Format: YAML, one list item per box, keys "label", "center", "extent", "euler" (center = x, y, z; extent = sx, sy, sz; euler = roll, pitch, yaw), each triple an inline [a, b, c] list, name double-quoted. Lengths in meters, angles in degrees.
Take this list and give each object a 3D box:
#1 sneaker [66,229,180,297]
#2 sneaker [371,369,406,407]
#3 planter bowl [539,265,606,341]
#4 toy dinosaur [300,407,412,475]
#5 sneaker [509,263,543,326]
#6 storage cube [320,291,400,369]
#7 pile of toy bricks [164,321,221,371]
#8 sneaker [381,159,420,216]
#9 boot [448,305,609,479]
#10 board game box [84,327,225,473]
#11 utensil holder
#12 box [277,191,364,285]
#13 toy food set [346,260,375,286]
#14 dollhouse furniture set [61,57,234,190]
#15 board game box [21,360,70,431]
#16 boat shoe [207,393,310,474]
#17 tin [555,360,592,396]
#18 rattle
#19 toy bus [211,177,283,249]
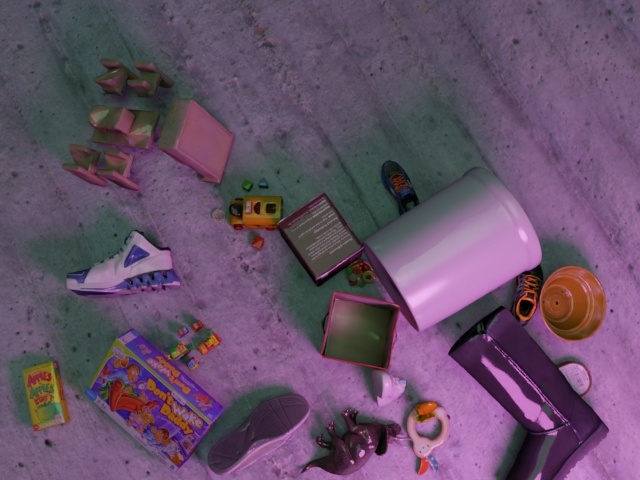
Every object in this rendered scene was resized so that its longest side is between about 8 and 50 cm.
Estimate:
- label: "sneaker"
  center: [-0.579, 0.067, 1.934]
  extent: [0.315, 0.127, 0.182]
  euler: [-5, 75, -7]
- label: "sneaker"
  center: [0.195, 0.400, 1.811]
  extent: [0.094, 0.212, 0.080]
  euler: [-15, 64, -4]
- label: "planter bowl"
  center: [0.708, 0.182, 1.893]
  extent: [0.217, 0.090, 0.217]
  euler: [1, 86, -14]
- label: "toy dinosaur"
  center: [0.082, 0.576, 1.818]
  extent: [0.313, 0.121, 0.160]
  euler: [-32, 63, -9]
- label: "sneaker"
  center: [0.612, 0.154, 1.915]
  extent: [0.084, 0.083, 0.215]
  euler: [14, 78, 5]
- label: "storage cube"
  center: [0.108, 0.258, 1.844]
  extent: [0.215, 0.193, 0.184]
  euler: [11, 79, 4]
- label: "pile of toy bricks"
  center: [-0.401, 0.321, 1.881]
  extent: [0.212, 0.105, 0.118]
  euler: [-38, 81, -6]
- label: "sneaker"
  center: [0.254, -0.149, 1.975]
  extent: [0.083, 0.087, 0.221]
  euler: [-27, 80, -5]
- label: "boot"
  center: [0.513, 0.453, 1.783]
  extent: [0.367, 0.146, 0.445]
  euler: [-41, 94, -11]
- label: "board game box"
  center: [-0.466, 0.446, 1.816]
  extent: [0.347, 0.078, 0.233]
  euler: [39, 114, 8]
- label: "utensil holder"
  center: [0.356, 0.031, 1.826]
  extent: [0.385, 0.327, 0.328]
  euler: [-32, 80, -2]
- label: "box"
  center: [0.000, 0.000, 1.907]
  extent: [0.167, 0.168, 0.203]
  euler: [-35, 81, -6]
- label: "toy food set"
  center: [0.117, 0.100, 1.947]
  extent: [0.082, 0.020, 0.083]
  euler: [-27, 108, 8]
- label: "dollhouse furniture set"
  center: [-0.507, -0.320, 1.988]
  extent: [0.394, 0.256, 0.362]
  euler: [10, 78, 24]
- label: "board game box"
  center: [-0.797, 0.451, 1.892]
  extent: [0.092, 0.043, 0.181]
  euler: [-16, 79, -2]
- label: "boat shoe"
  center: [-0.168, 0.553, 1.847]
  extent: [0.320, 0.103, 0.118]
  euler: [-36, 62, -12]
- label: "tin"
  center: [0.691, 0.416, 1.887]
  extent: [0.189, 0.040, 0.106]
  euler: [-20, 75, -3]
- label: "rattle"
  center: [0.306, 0.556, 1.815]
  extent: [0.130, 0.143, 0.200]
  euler: [16, 74, -11]
- label: "toy bus"
  center: [-0.205, -0.088, 1.960]
  extent: [0.202, 0.104, 0.191]
  euler: [-44, 81, -8]
